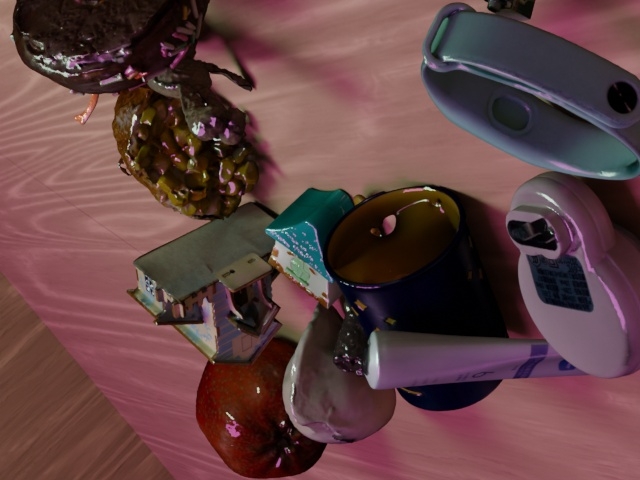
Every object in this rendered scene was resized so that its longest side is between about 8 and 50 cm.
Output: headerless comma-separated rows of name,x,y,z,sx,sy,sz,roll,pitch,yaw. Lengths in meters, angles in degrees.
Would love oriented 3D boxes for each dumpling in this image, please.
dumpling,0.022,0.204,1.737,0.243,0.175,0.227,108,151,-77

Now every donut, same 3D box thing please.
donut,-0.247,-0.289,1.349,0.269,0.270,0.103,29,167,32

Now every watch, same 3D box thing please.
watch,0.193,-0.129,1.024,0.237,0.068,0.195,29,171,-9

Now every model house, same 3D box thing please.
model house,-0.146,0.094,1.728,0.178,0.271,0.206,35,140,34
model house,0.000,0.000,1.577,0.127,0.100,0.149,37,152,18

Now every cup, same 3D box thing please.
cup,0.135,0.053,1.434,0.178,0.255,0.256,-13,130,18

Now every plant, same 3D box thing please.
plant,0.069,0.123,1.621,0.092,0.143,0.094,15,152,9

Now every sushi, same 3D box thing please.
sushi,-0.207,-0.141,1.632,0.179,0.167,0.296,39,150,56

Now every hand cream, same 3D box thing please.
hand cream,0.206,0.135,1.309,0.109,0.320,0.067,105,162,-62

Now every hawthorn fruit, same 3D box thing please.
hawthorn fruit,-0.110,0.286,2.073,0.254,0.254,0.300,65,177,-37

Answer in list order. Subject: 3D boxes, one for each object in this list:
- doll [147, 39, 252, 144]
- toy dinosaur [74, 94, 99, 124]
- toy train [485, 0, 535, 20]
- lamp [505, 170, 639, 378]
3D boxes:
doll,-0.187,-0.209,1.419,0.202,0.286,0.091,6,121,-4
toy dinosaur,-0.323,-0.300,1.503,0.101,0.055,0.279,21,113,34
toy train,0.169,-0.237,0.983,0.053,0.083,0.033,17,177,-40
lamp,0.284,0.033,1.169,0.179,0.108,0.246,7,128,59
